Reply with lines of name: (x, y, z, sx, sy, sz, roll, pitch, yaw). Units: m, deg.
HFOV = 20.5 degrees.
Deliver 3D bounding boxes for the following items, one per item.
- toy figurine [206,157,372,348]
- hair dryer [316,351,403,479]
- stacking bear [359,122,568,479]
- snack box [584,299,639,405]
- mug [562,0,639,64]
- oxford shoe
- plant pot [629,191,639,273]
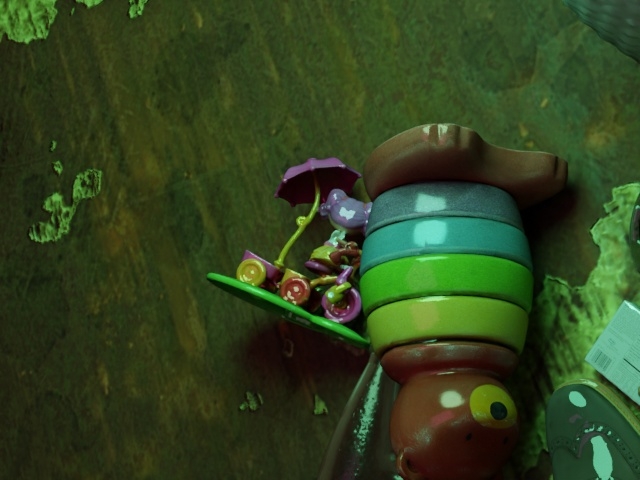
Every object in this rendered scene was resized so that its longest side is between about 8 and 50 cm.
toy figurine: (0.000, 0.000, 1.704, 0.173, 0.130, 0.159, 22, 83, 19)
hair dryer: (0.096, 0.232, 1.592, 0.224, 0.080, 0.293, -30, 64, 10)
stacking bear: (0.114, 0.070, 1.536, 0.164, 0.175, 0.289, -22, 62, 49)
snack box: (0.300, 0.124, 1.468, 0.178, 0.022, 0.064, 42, 104, 38)
mug: (0.336, -0.261, 1.341, 0.374, 0.328, 0.276, 8, 84, 40)
oxford shoe: (0.236, 0.231, 1.441, 0.097, 0.098, 0.271, -34, 59, 28)
plant pot: (0.334, 0.004, 1.379, 0.167, 0.165, 0.167, -12, 70, 36)
